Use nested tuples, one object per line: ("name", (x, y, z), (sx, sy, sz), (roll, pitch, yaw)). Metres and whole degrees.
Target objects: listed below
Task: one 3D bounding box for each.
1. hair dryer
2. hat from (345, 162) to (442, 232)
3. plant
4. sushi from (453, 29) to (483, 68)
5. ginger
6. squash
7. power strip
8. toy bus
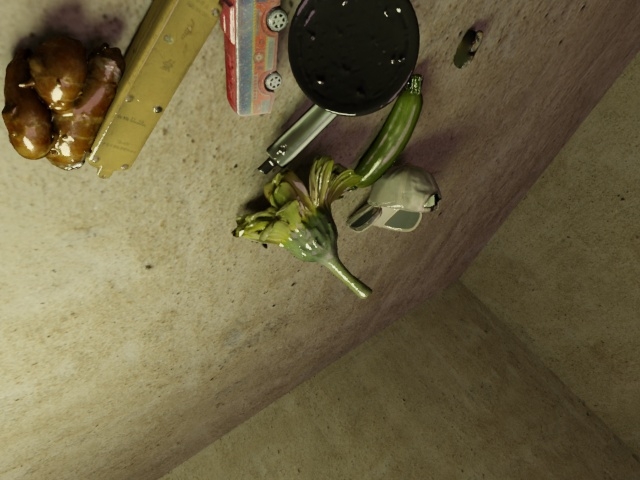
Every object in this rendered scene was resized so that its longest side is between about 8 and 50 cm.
("hair dryer", (0.017, -0.193, 0.622), (0.284, 0.155, 0.320), (-56, 179, 10))
("hat", (0.192, -0.105, 1.111), (0.231, 0.161, 0.275), (3, 155, -41))
("plant", (-0.040, -0.015, 0.839), (0.306, 0.261, 0.297), (-40, 117, -45))
("sushi", (0.337, -0.427, 0.904), (0.045, 0.044, 0.083), (-23, 151, -31))
("ginger", (-0.292, -0.157, 0.444), (0.162, 0.073, 0.103), (-55, 165, 15))
("squash", (0.160, -0.230, 0.941), (0.080, 0.071, 0.319), (-9, 140, -46))
("power strip", (-0.213, -0.206, 0.505), (0.305, 0.044, 0.064), (-49, 153, 20))
("toy bus", (-0.093, -0.265, 0.551), (0.077, 0.065, 0.192), (-20, 148, -23))
